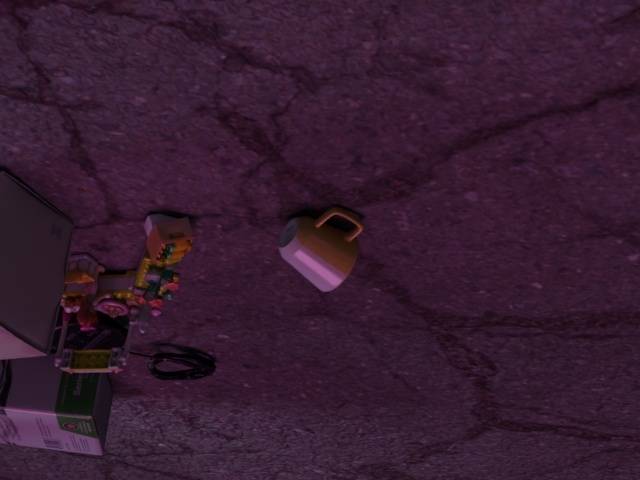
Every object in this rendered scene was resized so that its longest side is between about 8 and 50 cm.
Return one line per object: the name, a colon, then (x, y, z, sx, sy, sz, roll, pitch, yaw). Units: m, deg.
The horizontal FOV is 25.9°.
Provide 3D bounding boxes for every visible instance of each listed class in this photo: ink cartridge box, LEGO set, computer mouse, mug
ink cartridge box: (-0.381, 0.204, 1.792, 0.208, 0.087, 0.153, 7, 154, -1)
LEGO set: (-0.216, 0.068, 1.462, 0.287, 0.107, 0.132, -15, 146, 38)
computer mouse: (-0.226, 0.120, 1.655, 0.242, 0.041, 0.071, 24, 133, -39)
mug: (-0.002, 0.001, 1.349, 0.064, 0.078, 0.062, 32, 178, -25)

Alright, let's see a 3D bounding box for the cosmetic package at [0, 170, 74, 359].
cosmetic package: (-0.414, 0.037, 1.405, 0.296, 0.153, 0.129, -8, 151, 25)
